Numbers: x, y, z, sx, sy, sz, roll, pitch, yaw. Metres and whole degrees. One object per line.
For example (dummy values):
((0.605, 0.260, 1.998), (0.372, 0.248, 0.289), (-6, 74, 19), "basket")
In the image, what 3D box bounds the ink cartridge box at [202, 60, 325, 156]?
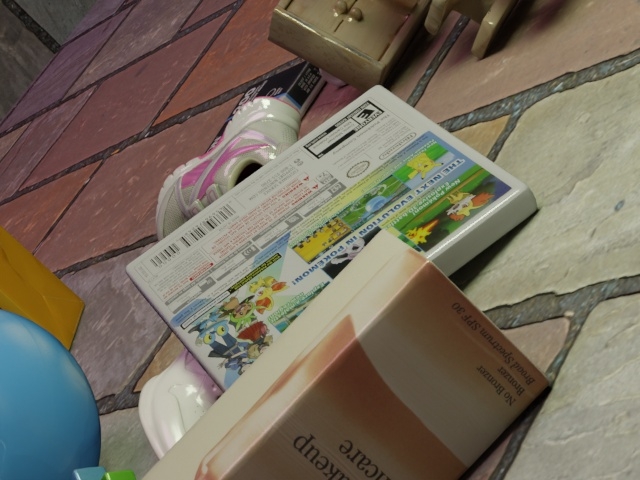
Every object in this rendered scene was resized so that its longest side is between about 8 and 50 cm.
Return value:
((-0.104, -0.140, 2.324), (0.208, 0.045, 0.206), (-22, 31, 52), "ink cartridge box")

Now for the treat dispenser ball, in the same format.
((-0.376, 0.211, 1.810), (0.288, 0.288, 0.288), (-39, 20, 18), "treat dispenser ball")

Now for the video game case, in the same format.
((0.000, 0.000, 1.639), (0.329, 0.036, 0.300), (-36, 34, -8), "video game case")

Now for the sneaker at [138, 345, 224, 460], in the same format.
((-0.081, 0.122, 1.645), (0.152, 0.114, 0.305), (-36, 22, 29), "sneaker")

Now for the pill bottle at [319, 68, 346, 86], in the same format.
((0.035, -0.244, 2.246), (0.043, 0.043, 0.083), (-18, 33, 53), "pill bottle")

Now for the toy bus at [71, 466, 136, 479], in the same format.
((-0.138, 0.298, 1.432), (0.202, 0.104, 0.191), (51, 130, 41), "toy bus")

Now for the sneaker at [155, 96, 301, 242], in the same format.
((-0.114, -0.057, 2.087), (0.252, 0.103, 0.111), (-49, 33, 27), "sneaker")

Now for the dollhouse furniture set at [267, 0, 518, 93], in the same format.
((0.089, -0.391, 1.996), (0.256, 0.362, 0.394), (-58, -7, -27), "dollhouse furniture set")

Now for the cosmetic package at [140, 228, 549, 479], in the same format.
((0.013, 0.154, 1.338), (0.296, 0.153, 0.129), (-47, 18, -1), "cosmetic package")

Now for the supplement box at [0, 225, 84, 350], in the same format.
((-0.464, 0.110, 2.334), (0.194, 0.191, 0.129), (-37, 21, 21), "supplement box")
